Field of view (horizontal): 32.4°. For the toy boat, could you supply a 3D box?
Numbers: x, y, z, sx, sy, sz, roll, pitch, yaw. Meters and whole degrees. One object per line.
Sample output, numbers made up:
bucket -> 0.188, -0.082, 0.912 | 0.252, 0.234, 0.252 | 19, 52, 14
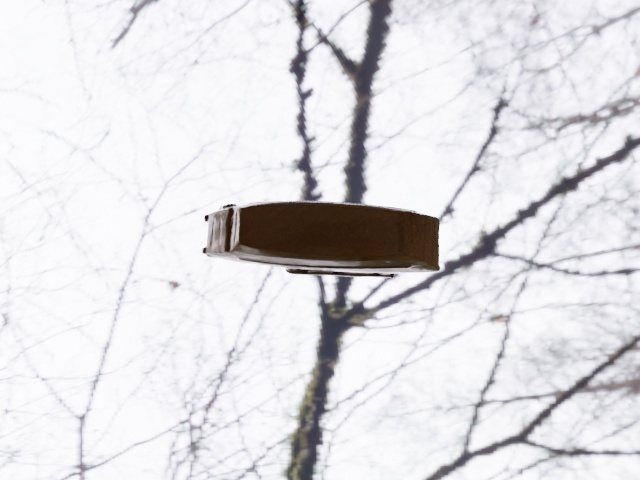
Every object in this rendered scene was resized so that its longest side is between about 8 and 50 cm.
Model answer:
toy boat -> 0.000, 0.000, 0.922 | 0.200, 0.077, 0.057 | 3, -103, 3
